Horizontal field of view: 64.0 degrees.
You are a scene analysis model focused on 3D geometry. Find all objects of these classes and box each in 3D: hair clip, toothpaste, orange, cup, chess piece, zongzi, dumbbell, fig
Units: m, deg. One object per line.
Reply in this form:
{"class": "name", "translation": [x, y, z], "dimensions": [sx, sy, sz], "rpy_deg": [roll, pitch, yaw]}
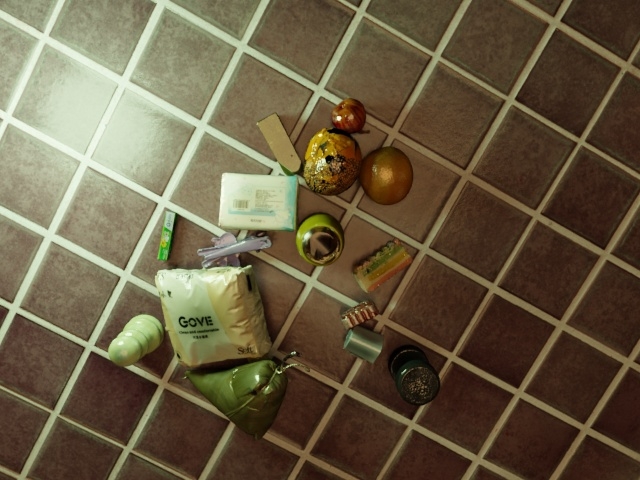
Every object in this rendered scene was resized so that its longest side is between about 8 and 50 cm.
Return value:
{"class": "hair clip", "translation": [-0.298, 0.032, 1.854], "dimensions": [0.278, 0.090, 0.137], "rpy_deg": [-14, 110, 8]}
{"class": "toothpaste", "translation": [-0.554, -0.017, 1.858], "dimensions": [0.037, 0.043, 0.179], "rpy_deg": [12, 97, 0]}
{"class": "orange", "translation": [0.228, -0.222, 1.771], "dimensions": [0.205, 0.206, 0.206], "rpy_deg": [0, 98, -1]}
{"class": "cup", "translation": [0.157, 0.391, 1.900], "dimensions": [0.129, 0.095, 0.128], "rpy_deg": [25, 129, -1]}
{"class": "chess piece", "translation": [-0.655, 0.362, 1.801], "dimensions": [0.144, 0.251, 0.145], "rpy_deg": [0, 97, -1]}
{"class": "zongzi", "translation": [-0.285, 0.472, 1.775], "dimensions": [0.418, 0.181, 0.447], "rpy_deg": [30, 133, 8]}
{"class": "orange", "translation": [0.037, -0.265, 1.748], "dimensions": [0.182, 0.234, 0.235], "rpy_deg": [15, 99, -38]}
{"class": "dumbbell", "translation": [0.335, 0.484, 1.850], "dimensions": [0.152, 0.218, 0.153], "rpy_deg": [0, 97, -2]}
{"class": "fig", "translation": [0.103, -0.428, 1.789], "dimensions": [0.128, 0.150, 0.129], "rpy_deg": [-3, 79, 15]}

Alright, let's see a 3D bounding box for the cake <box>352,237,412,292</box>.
{"class": "cake", "translation": [0.220, 0.093, 1.888], "dimensions": [0.225, 0.090, 0.109], "rpy_deg": [-34, 95, -15]}

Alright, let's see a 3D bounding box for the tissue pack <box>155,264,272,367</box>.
{"class": "tissue pack", "translation": [-0.380, 0.263, 1.828], "dimensions": [0.375, 0.195, 0.390], "rpy_deg": [-11, 102, 18]}

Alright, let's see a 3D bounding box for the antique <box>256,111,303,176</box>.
{"class": "antique", "translation": [-0.137, -0.331, 1.804], "dimensions": [0.080, 0.081, 0.221], "rpy_deg": [-27, 97, 3]}

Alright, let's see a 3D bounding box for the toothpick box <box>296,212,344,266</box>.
{"class": "toothpick box", "translation": [0.000, 0.000, 1.754], "dimensions": [0.174, 0.271, 0.175], "rpy_deg": [0, 98, -1]}

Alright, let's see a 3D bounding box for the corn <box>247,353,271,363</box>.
{"class": "corn", "translation": [-0.215, 0.479, 1.917], "dimensions": [0.085, 0.063, 0.165], "rpy_deg": [-20, 101, 10]}

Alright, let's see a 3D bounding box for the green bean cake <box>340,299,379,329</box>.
{"class": "green bean cake", "translation": [0.140, 0.267, 1.860], "dimensions": [0.135, 0.135, 0.056], "rpy_deg": [-30, 90, -1]}

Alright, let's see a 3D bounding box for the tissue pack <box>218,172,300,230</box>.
{"class": "tissue pack", "translation": [-0.211, -0.131, 1.798], "dimensions": [0.270, 0.124, 0.202], "rpy_deg": [3, 84, 0]}
